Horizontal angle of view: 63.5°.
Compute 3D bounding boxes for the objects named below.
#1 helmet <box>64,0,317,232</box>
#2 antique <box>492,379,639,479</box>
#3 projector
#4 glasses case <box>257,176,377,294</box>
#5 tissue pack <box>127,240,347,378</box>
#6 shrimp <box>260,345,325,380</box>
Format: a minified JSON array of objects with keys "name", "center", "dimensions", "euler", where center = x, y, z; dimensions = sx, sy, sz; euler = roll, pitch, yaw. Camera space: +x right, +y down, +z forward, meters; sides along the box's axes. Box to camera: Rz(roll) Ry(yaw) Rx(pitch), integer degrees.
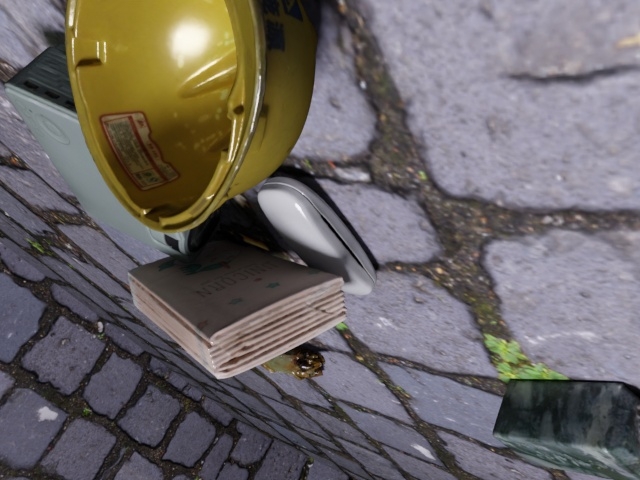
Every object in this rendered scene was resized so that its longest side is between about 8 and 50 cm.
[{"name":"helmet","center":[-0.074,-0.125,0.380],"dimensions":[0.257,0.140,0.205],"euler":[-28,86,47]},{"name":"antique","center":[0.321,0.235,0.648],"dimensions":[0.088,0.086,0.183],"euler":[37,153,-14]},{"name":"projector","center":[-0.229,-0.095,0.637],"dimensions":[0.192,0.099,0.256],"euler":[26,153,13]},{"name":"glasses case","center":[0.000,0.000,0.614],"dimensions":[0.076,0.049,0.197],"euler":[4,144,46]},{"name":"tissue pack","center":[-0.126,0.070,0.672],"dimensions":[0.325,0.170,0.071],"euler":[14,118,55]},{"name":"shrimp","center":[-0.051,0.273,1.139],"dimensions":[0.145,0.061,0.267],"euler":[29,152,-16]}]
